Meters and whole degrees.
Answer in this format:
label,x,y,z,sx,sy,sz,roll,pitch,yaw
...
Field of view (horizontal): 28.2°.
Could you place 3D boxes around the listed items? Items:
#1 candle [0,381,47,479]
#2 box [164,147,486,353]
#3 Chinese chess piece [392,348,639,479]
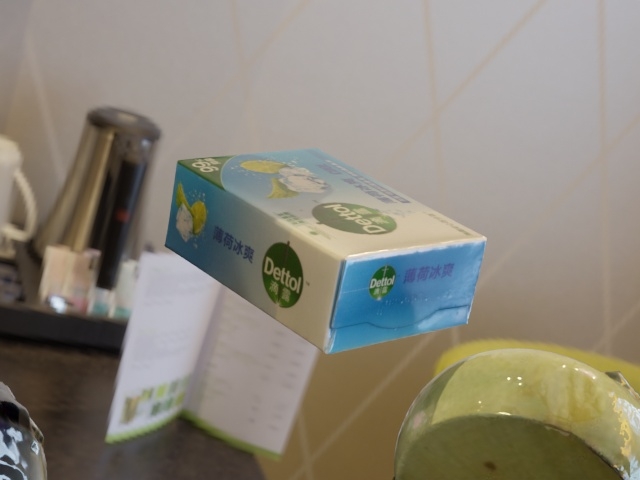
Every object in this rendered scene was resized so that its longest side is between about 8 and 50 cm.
label,x,y,z,sx,sy,sz,roll,pitch,yaw
candle,-0.254,0.242,0.684,0.221,0.221,0.342,8,59,-28
box,0.000,0.000,0.916,0.139,0.073,0.194,-8,27,-40
Chinese chess piece,0.144,0.160,0.873,0.188,0.188,0.083,22,42,8
